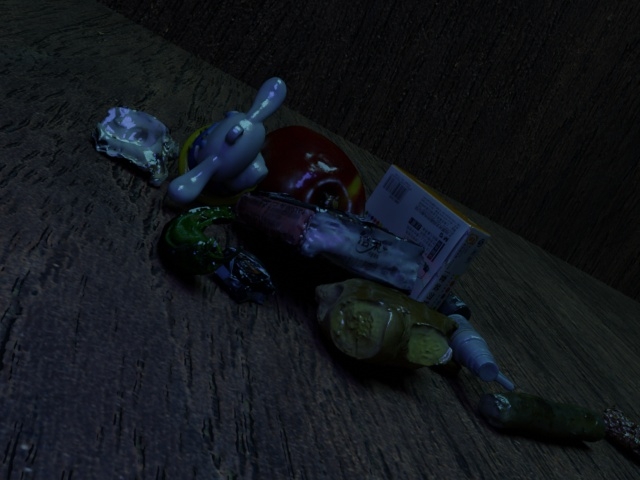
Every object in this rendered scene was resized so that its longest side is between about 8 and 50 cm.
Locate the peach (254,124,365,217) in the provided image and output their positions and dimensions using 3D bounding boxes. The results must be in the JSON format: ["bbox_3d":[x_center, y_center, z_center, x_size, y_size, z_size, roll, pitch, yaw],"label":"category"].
[{"bbox_3d":[-0.030,-0.133,1.780,0.257,0.201,0.362,24,16,-23],"label":"peach"}]

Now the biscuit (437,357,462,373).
[{"bbox_3d":[0.177,0.173,1.509,0.205,0.031,0.138,43,7,39],"label":"biscuit"}]

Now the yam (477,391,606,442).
[{"bbox_3d":[0.388,0.304,1.437,0.317,0.067,0.071,17,-10,-39],"label":"yam"}]

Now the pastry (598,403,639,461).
[{"bbox_3d":[0.614,0.386,1.626,0.169,0.063,0.087,37,13,25],"label":"pastry"}]

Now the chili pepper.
[{"bbox_3d":[-0.177,0.005,1.247,0.279,0.122,0.065,-119,-173,-69],"label":"chili pepper"}]

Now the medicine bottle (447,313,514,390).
[{"bbox_3d":[0.273,0.200,1.466,0.092,0.061,0.221,38,6,-12],"label":"medicine bottle"}]

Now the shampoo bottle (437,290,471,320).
[{"bbox_3d":[0.248,0.109,1.813,0.057,0.063,0.208,34,9,-41],"label":"shampoo bottle"}]

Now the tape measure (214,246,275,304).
[{"bbox_3d":[-0.118,0.053,1.280,0.094,0.054,0.091,48,19,30],"label":"tape measure"}]

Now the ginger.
[{"bbox_3d":[0.112,0.141,1.317,0.218,0.123,0.270,23,-1,45],"label":"ginger"}]

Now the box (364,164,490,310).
[{"bbox_3d":[0.193,-0.002,1.765,0.091,0.221,0.274,21,19,-47],"label":"box"}]

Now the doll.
[{"bbox_3d":[-0.181,-0.132,1.552,0.160,0.242,0.311,52,50,-16],"label":"doll"}]

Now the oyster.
[{"bbox_3d":[-0.341,-0.166,1.558,0.163,0.081,0.191,-3,45,-23],"label":"oyster"}]

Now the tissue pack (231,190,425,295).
[{"bbox_3d":[0.000,0.000,1.459,0.245,0.123,0.332,18,1,-27],"label":"tissue pack"}]
